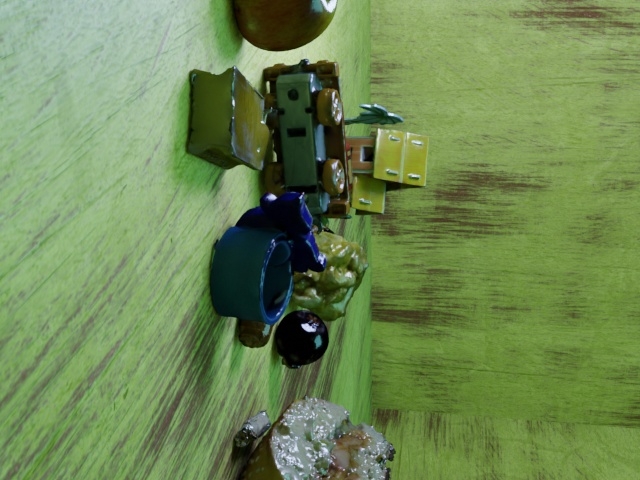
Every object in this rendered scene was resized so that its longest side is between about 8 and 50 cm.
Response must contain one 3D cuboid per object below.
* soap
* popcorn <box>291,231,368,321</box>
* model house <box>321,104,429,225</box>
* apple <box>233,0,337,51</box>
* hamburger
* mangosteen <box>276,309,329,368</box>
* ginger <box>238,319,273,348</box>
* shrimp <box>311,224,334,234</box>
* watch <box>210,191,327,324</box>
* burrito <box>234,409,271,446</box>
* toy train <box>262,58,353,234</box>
[{"bbox_3d":[-0.144,-0.190,1.299,0.233,0.076,0.135,14,77,-80],"label":"soap"},{"bbox_3d":[0.007,0.089,2.057,0.266,0.192,0.233,-24,135,-53],"label":"popcorn"},{"bbox_3d":[0.138,-0.207,2.252,0.340,0.323,0.300,45,48,-78],"label":"model house"},{"bbox_3d":[-0.062,-0.436,1.424,0.196,0.196,0.196,3,90,-81],"label":"apple"},{"bbox_3d":[-0.031,0.510,1.620,0.287,0.268,0.445,-59,178,11],"label":"hamburger"},{"bbox_3d":[-0.051,0.240,1.891,0.151,0.137,0.137,-53,-171,29],"label":"mangosteen"},{"bbox_3d":[-0.114,0.137,1.570,0.103,0.073,0.162,67,26,-71],"label":"ginger"},{"bbox_3d":[0.000,0.000,2.293,0.287,0.063,0.152,-65,149,-66],"label":"shrimp"},{"bbox_3d":[-0.104,0.041,1.403,0.196,0.171,0.200,68,35,-42],"label":"watch"},{"bbox_3d":[-0.135,0.381,1.627,0.045,0.041,0.185,52,6,8],"label":"burrito"},{"bbox_3d":[-0.017,-0.199,1.704,0.231,0.163,0.369,-45,132,-68],"label":"toy train"}]
